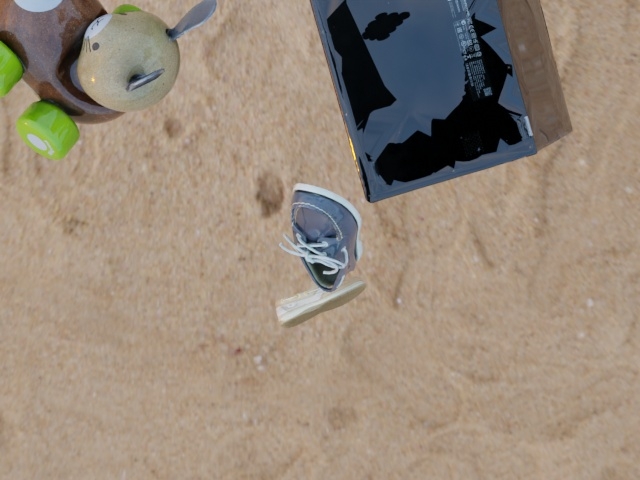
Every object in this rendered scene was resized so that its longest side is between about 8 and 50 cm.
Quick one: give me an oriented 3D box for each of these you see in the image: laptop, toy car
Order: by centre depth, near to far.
[{"bbox_3d":[-0.174,-0.161,0.862,0.149,0.188,0.155,52,59,-35],"label":"toy car"},{"bbox_3d":[0.193,-0.297,1.596,0.408,0.236,0.382,-17,95,-6],"label":"laptop"}]

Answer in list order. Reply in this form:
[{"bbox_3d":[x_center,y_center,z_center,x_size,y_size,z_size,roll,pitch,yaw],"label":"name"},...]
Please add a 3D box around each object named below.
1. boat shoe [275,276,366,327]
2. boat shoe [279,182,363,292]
[{"bbox_3d":[-0.003,0.097,1.868,0.170,0.059,0.063,-24,158,0],"label":"boat shoe"},{"bbox_3d":[0.000,0.000,1.414,0.095,0.254,0.079,22,73,12],"label":"boat shoe"}]
